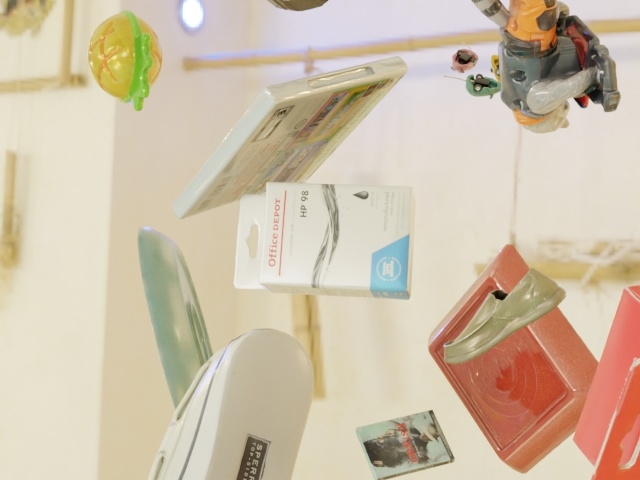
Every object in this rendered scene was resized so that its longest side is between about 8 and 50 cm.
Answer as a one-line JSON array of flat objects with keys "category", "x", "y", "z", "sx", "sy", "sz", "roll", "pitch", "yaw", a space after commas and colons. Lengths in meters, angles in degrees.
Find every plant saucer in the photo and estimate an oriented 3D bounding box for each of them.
[{"category": "plant saucer", "x": -0.171, "y": 0.131, "z": 1.418, "sx": 0.044, "sy": 0.317, "sz": 0.317, "roll": -14, "pitch": -3, "yaw": -2}, {"category": "plant saucer", "x": 0.266, "y": 0.179, "z": 1.581, "sx": 0.048, "sy": 0.259, "sz": 0.258, "roll": -15, "pitch": -28, "yaw": -35}]

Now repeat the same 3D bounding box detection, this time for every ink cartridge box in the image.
[{"category": "ink cartridge box", "x": 0.000, "y": 0.000, "z": 1.081, "sx": 0.180, "sy": 0.104, "sz": 0.060, "roll": 2, "pitch": -9, "yaw": 8}, {"category": "ink cartridge box", "x": 0.261, "y": 0.096, "z": 0.743, "sx": 0.231, "sy": 0.134, "sz": 0.078, "roll": -5, "pitch": 32, "yaw": -26}]

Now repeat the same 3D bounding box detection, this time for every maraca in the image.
[{"category": "maraca", "x": -0.263, "y": -0.247, "z": 1.519, "sx": 0.099, "sy": 0.127, "sz": 0.186, "roll": -4, "pitch": 25, "yaw": -25}]

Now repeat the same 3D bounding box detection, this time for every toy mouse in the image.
[{"category": "toy mouse", "x": 0.261, "y": -0.279, "z": 1.863, "sx": 0.143, "sy": 0.031, "sz": 0.161, "roll": -19, "pitch": 51, "yaw": -29}]

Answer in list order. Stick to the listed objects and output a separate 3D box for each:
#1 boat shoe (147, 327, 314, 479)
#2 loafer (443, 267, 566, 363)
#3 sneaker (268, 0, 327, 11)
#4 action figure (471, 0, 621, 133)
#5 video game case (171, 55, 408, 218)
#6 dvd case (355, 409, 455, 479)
[{"category": "boat shoe", "x": -0.083, "y": 0.187, "z": 0.760, "sx": 0.096, "sy": 0.267, "sz": 0.088, "roll": 25, "pitch": -25, "yaw": -25}, {"category": "loafer", "x": 0.184, "y": 0.078, "z": 1.146, "sx": 0.148, "sy": 0.050, "sz": 0.056, "roll": -35, "pitch": -8, "yaw": 20}, {"category": "sneaker", "x": -0.002, "y": -0.376, "z": 1.537, "sx": 0.178, "sy": 0.077, "sz": 0.072, "roll": -8, "pitch": -18, "yaw": 21}, {"category": "action figure", "x": 0.289, "y": -0.305, "z": 1.590, "sx": 0.179, "sy": 0.330, "sz": 0.341, "roll": -20, "pitch": 28, "yaw": 1}, {"category": "video game case", "x": -0.033, "y": -0.105, "z": 1.134, "sx": 0.193, "sy": 0.023, "sz": 0.212, "roll": -20, "pitch": -17, "yaw": -43}, {"category": "dvd case", "x": 0.119, "y": 0.288, "z": 1.557, "sx": 0.120, "sy": 0.087, "sz": 0.013, "roll": -9, "pitch": -40, "yaw": -17}]
